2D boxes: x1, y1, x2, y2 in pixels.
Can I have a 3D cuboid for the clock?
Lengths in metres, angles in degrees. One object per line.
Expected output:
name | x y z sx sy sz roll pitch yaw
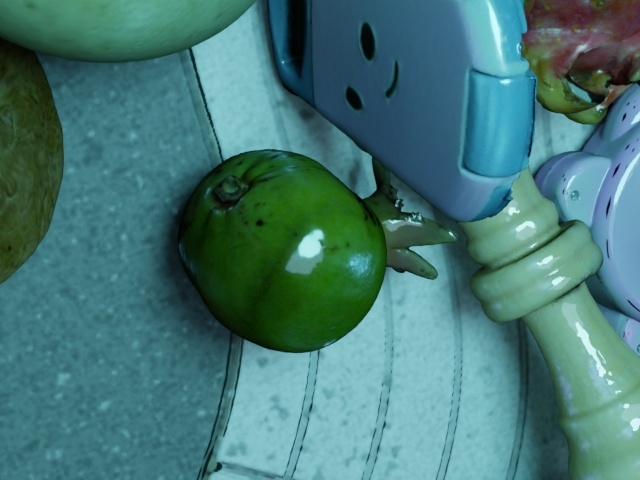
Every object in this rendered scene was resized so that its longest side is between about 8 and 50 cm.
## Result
clock | 0.308 -0.033 1.004 0.248 0.090 0.227 -32 108 -13

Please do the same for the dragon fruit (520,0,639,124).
dragon fruit | 0.170 -0.221 0.839 0.269 0.250 0.291 -25 121 -12

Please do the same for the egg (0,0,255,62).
egg | -0.121 -0.209 0.714 0.218 0.295 0.218 -2 84 21

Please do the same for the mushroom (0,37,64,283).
mushroom | -0.273 -0.062 0.716 0.278 0.146 0.278 12 74 -51

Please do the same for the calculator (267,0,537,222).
calculator | 0.041 -0.131 0.778 0.051 0.293 0.173 -19 128 -24

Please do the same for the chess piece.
chess piece | 0.158 0.020 0.908 0.117 0.117 0.397 -31 92 -15

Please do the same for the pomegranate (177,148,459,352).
pomegranate | 0.000 0.000 0.852 0.191 0.152 0.131 -7 124 -26
